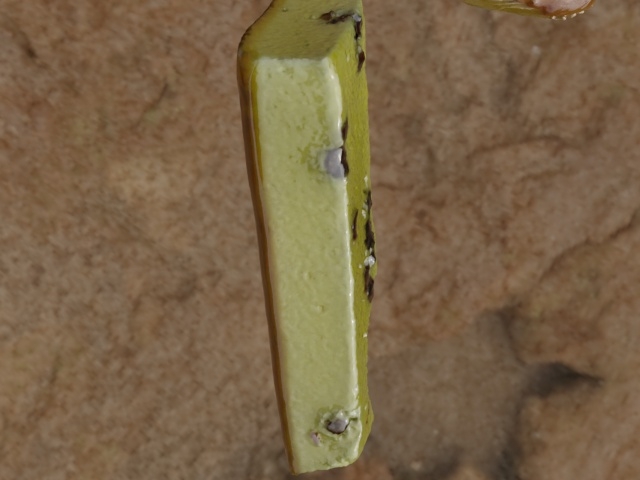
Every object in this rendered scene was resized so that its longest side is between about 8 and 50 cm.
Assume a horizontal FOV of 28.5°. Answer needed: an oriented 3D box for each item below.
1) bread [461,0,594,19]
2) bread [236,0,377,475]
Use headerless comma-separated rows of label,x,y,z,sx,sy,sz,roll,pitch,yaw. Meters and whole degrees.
bread,0.156,-0.244,0.845,0.132,0.114,0.190,11,101,-36
bread,0.000,0.000,0.605,0.088,0.049,0.226,-71,159,-58
